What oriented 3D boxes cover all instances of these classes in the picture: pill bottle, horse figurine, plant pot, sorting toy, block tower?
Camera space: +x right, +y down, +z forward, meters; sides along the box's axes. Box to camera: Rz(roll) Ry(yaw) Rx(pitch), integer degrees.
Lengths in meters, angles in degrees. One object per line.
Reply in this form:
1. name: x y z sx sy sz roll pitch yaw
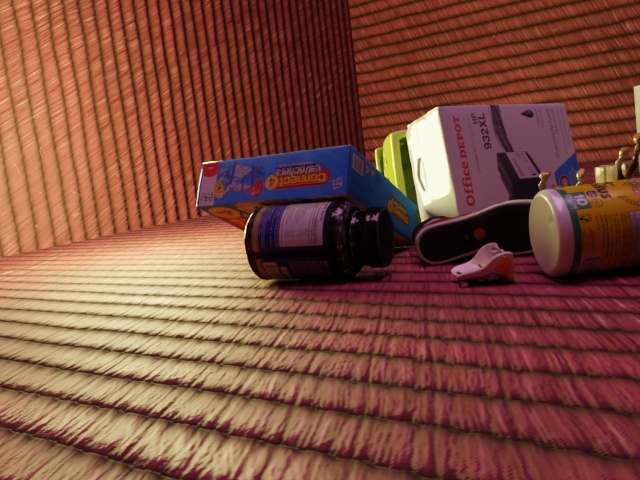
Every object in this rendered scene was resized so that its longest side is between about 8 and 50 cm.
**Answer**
1. pill bottle: 0.000 0.000 1.047 0.219 0.123 0.123 -2 9 22
2. horse figurine: 0.419 -0.047 0.998 0.263 0.174 0.066 -23 30 -14
3. plant pot: 0.247 -0.130 1.476 0.228 0.227 0.207 -9 1 -12
4. sorting toy: 0.217 0.037 0.893 0.075 0.045 0.083 -14 7 4
5. pill bottle: 0.394 -0.021 0.863 0.208 0.118 0.117 -7 7 -1
6. block tower: 0.810 -0.155 1.598 0.335 0.097 0.091 -12 8 -27

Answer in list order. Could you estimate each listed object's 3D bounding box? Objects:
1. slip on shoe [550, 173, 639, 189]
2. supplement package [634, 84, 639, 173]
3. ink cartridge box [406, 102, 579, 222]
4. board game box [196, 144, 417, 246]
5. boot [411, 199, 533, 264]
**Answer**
1. slip on shoe: 0.549 -0.065 1.125 0.331 0.101 0.123 -5 6 4
2. supplement package: 0.791 -0.208 1.355 0.198 0.263 0.199 -7 7 5
3. ink cartridge box: 0.349 -0.146 1.308 0.307 0.223 0.129 -6 -8 -22
4. board game box: -0.015 -0.064 1.224 0.301 0.086 0.308 -3 -18 29
5. boot: 0.278 -0.022 1.119 0.244 0.088 0.176 -10 6 7
